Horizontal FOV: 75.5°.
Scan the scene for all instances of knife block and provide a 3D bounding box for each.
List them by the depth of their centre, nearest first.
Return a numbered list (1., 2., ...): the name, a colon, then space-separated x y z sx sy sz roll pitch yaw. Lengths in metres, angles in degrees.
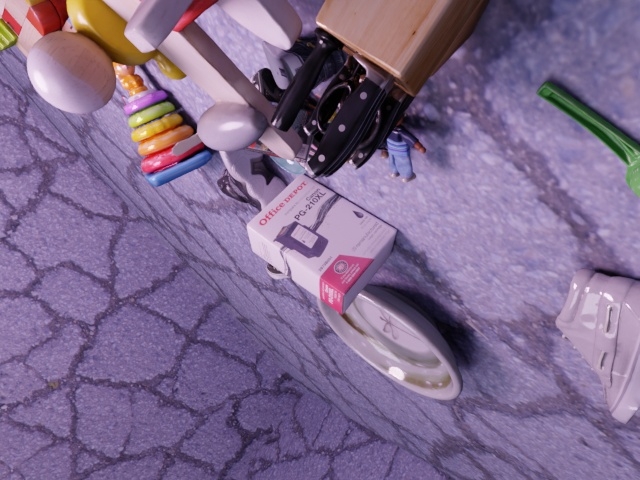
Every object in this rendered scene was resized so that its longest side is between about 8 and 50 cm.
1. knife block: 0.060 -0.185 0.332 0.088 0.242 0.275 37 155 9

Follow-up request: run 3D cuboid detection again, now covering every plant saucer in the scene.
1. plant saucer: -0.065 -0.180 0.798 0.119 0.021 0.119 34 155 18
2. plant saucer: 0.173 0.219 1.004 0.401 0.100 0.400 34 155 18

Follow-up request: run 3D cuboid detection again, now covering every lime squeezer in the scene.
1. lime squeezer: 0.318 -0.027 0.392 0.059 0.110 0.310 76 174 -76

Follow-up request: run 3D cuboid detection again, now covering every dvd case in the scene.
1. dvd case: -0.069 -0.168 0.626 0.120 0.087 0.013 12 164 4

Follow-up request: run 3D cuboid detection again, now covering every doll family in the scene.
1. doll family: 0.070 -0.156 0.583 0.193 0.076 0.111 21 144 30

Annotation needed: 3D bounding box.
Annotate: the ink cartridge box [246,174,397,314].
1. ink cartridge box: 0.000 0.000 0.814 0.237 0.172 0.100 33 154 20

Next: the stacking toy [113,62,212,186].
1. stacking toy: -0.405 -0.297 0.994 0.175 0.166 0.301 21 139 61

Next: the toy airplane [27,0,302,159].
1. toy airplane: -0.198 -0.238 0.437 0.386 0.272 0.384 45 -174 4

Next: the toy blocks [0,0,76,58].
1. toy blocks: -0.660 -0.557 0.926 0.261 0.190 0.381 -8 127 46

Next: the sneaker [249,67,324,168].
1. sneaker: -0.035 -0.208 0.675 0.077 0.072 0.178 -18 121 43

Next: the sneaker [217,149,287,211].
1. sneaker: -0.183 -0.163 0.903 0.153 0.101 0.268 16 148 40

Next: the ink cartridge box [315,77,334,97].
1. ink cartridge box: 0.052 -0.183 0.502 0.063 0.115 0.029 36 155 14

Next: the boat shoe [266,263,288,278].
1. boat shoe: -0.092 0.063 1.184 0.219 0.077 0.070 -3 131 48

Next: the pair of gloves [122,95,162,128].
1. pair of gloves: -0.485 -0.331 1.182 0.159 0.023 0.198 33 155 16

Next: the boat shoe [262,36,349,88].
1. boat shoe: -0.022 -0.251 0.575 0.183 0.083 0.065 56 169 51

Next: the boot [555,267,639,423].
1. boot: 0.397 0.143 0.574 0.123 0.095 0.258 27 144 43
